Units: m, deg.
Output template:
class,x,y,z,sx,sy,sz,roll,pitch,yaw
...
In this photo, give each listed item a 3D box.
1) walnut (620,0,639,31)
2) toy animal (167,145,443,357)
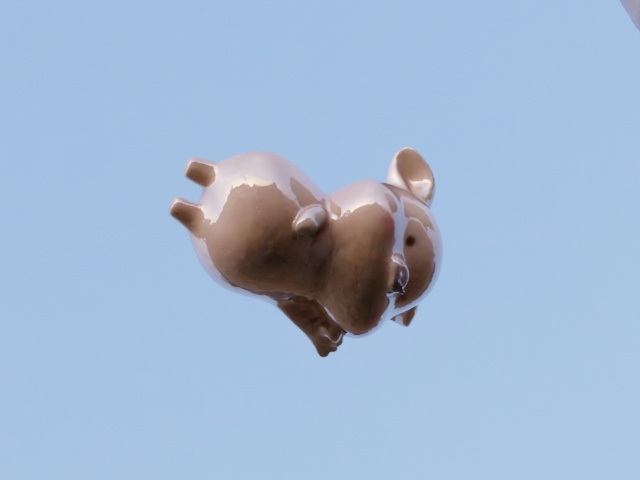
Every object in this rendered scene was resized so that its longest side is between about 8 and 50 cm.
class,x,y,z,sx,sy,sz,roll,pitch,yaw
walnut,0.255,-0.171,0.975,0.221,0.195,0.195,4,-49,-48
toy animal,-0.002,-0.003,0.896,0.150,0.089,0.083,17,-50,-25
